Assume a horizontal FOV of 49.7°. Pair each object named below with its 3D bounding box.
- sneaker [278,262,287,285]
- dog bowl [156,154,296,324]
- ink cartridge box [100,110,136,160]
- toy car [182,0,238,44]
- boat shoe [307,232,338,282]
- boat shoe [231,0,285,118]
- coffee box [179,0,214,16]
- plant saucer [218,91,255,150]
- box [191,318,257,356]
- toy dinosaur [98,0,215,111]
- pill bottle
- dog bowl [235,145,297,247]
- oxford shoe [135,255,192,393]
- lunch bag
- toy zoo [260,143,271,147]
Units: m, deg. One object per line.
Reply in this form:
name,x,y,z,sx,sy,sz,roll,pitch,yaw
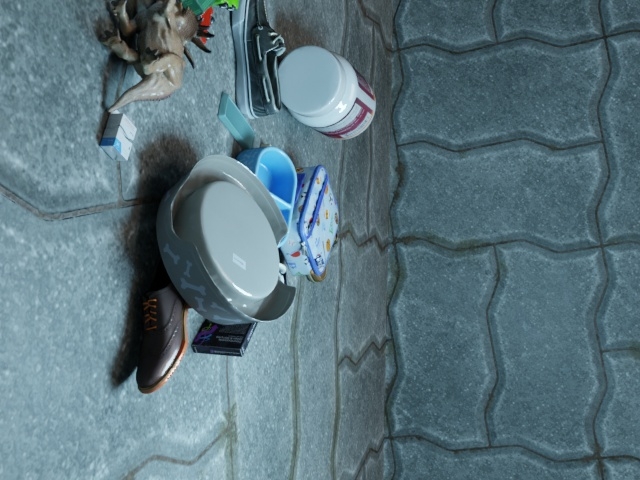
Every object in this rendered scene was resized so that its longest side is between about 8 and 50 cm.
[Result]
sneaker,-0.137,0.119,1.735,0.321,0.127,0.126,23,68,-74
dog bowl,-0.184,0.008,1.376,0.349,0.102,0.349,42,36,-40
ink cartridge box,-0.343,-0.184,1.185,0.048,0.028,0.083,60,34,-60
toy car,-0.239,-0.532,1.477,0.225,0.053,0.239,-28,118,-72
boat shoe,0.000,0.000,2.214,0.111,0.104,0.307,-60,147,-59
boat shoe,-0.140,-0.469,1.693,0.121,0.119,0.335,-33,123,-70
coffee box,-0.261,-0.530,1.308,0.184,0.040,0.113,54,42,-32
plant saucer,-0.200,-0.282,1.682,0.192,0.018,0.067,52,42,-64
box,-0.201,0.189,1.532,0.162,0.116,0.029,-66,153,-51
toy dinosaur,-0.280,-0.337,1.234,0.200,0.127,0.296,57,40,-68
pill bottle,0.019,-0.434,2.049,0.392,0.224,0.224,2,89,-74
dog bowl,-0.137,-0.099,1.680,0.166,0.074,0.297,31,56,-39
oxford shoe,-0.301,0.149,1.274,0.098,0.096,0.271,50,34,-40
lunch bag,-0.037,-0.058,1.975,0.243,0.114,0.303,73,23,-43
toy zoo,-0.122,-0.111,1.930,0.293,0.030,0.192,58,36,-62
